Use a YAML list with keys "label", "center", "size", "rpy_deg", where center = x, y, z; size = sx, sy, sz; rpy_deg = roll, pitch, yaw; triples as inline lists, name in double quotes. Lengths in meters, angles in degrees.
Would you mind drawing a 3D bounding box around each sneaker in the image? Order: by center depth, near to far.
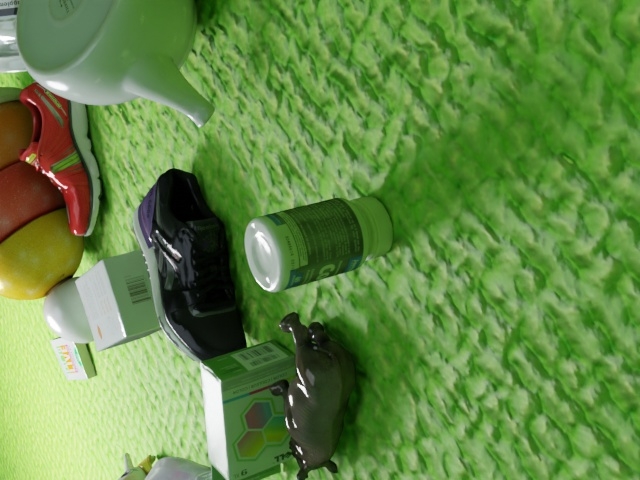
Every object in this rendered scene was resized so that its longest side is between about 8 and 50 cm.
- label: "sneaker"
  center: [-0.171, 0.034, 1.352]
  size: [0.283, 0.107, 0.124]
  rpy_deg: [62, 142, 20]
- label: "sneaker"
  center: [-0.456, -0.138, 1.723]
  size: [0.107, 0.118, 0.279]
  rpy_deg: [6, 109, 59]

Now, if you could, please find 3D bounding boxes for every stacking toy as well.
- label: "stacking toy"
  center: [-0.557, -0.007, 1.848]
  size: [0.480, 0.350, 0.350]
  rpy_deg: [54, 148, 1]

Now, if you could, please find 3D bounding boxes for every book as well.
- label: "book"
  center: [-0.511, 0.242, 2.086]
  size: [0.144, 0.035, 0.096]
  rpy_deg: [-17, 93, 59]

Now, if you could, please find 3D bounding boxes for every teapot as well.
- label: "teapot"
  center: [-0.247, -0.277, 1.263]
  size: [0.252, 0.187, 0.256]
  rpy_deg: [2, 79, 40]

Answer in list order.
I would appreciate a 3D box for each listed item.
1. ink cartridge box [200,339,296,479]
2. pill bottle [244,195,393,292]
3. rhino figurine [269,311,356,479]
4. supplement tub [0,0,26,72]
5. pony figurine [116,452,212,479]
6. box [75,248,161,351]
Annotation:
- label: "ink cartridge box"
  center: [-0.088, 0.244, 1.301]
  size: [0.062, 0.109, 0.209]
  rpy_deg: [29, 128, 52]
- label: "pill bottle"
  center: [0.000, 0.000, 1.013]
  size: [0.078, 0.137, 0.078]
  rpy_deg: [33, 130, 50]
- label: "rhino figurine"
  center: [-0.010, 0.203, 1.191]
  size: [0.106, 0.073, 0.243]
  rpy_deg: [48, 143, 42]
- label: "supplement tub"
  center: [-0.416, -0.394, 1.466]
  size: [0.191, 0.191, 0.272]
  rpy_deg: [17, 119, 55]
- label: "pony figurine"
  center: [-0.316, 0.480, 1.624]
  size: [0.351, 0.363, 0.303]
  rpy_deg: [23, 117, 35]
- label: "box"
  center: [-0.319, 0.097, 1.634]
  size: [0.170, 0.091, 0.130]
  rpy_deg: [-26, 82, 59]
